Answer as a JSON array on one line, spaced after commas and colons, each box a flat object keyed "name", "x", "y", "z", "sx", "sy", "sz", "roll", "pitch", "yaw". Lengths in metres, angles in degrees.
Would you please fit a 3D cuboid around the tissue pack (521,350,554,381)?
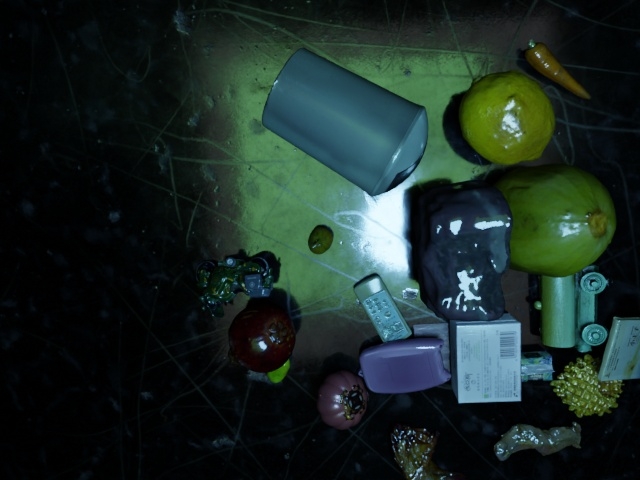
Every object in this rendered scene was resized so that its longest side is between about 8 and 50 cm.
[{"name": "tissue pack", "x": 0.673, "y": 0.404, "z": 1.403, "sx": 0.111, "sy": 0.079, "sz": 0.085, "roll": -4, "pitch": 98, "yaw": 5}]

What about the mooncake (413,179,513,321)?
[{"name": "mooncake", "x": 0.372, "y": 0.028, "z": 1.224, "sx": 0.213, "sy": 0.350, "sz": 0.380, "roll": -5, "pitch": 97, "yaw": 4}]

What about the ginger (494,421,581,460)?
[{"name": "ginger", "x": 0.708, "y": 0.655, "z": 1.451, "sx": 0.291, "sy": 0.084, "sz": 0.122, "roll": -9, "pitch": 120, "yaw": 1}]

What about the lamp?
[{"name": "lamp", "x": 0.065, "y": 0.512, "z": 1.425, "sx": 0.182, "sy": 0.140, "sz": 0.181, "roll": 9, "pitch": 75, "yaw": -35}]

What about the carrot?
[{"name": "carrot", "x": 0.683, "y": -0.484, "z": 1.278, "sx": 0.257, "sy": 0.061, "sz": 0.061, "roll": 37, "pitch": 100, "yaw": -12}]

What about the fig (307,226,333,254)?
[{"name": "fig", "x": 0.000, "y": 0.000, "z": 1.371, "sx": 0.084, "sy": 0.098, "sz": 0.082, "roll": -30, "pitch": 95, "yaw": -4}]

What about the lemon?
[{"name": "lemon", "x": 0.512, "y": -0.334, "z": 1.221, "sx": 0.233, "sy": 0.233, "sz": 0.288, "roll": -44, "pitch": 96, "yaw": 9}]

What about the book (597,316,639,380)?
[{"name": "book", "x": 0.964, "y": 0.327, "z": 1.341, "sx": 0.290, "sy": 0.026, "sz": 0.201, "roll": 3, "pitch": 102, "yaw": -23}]

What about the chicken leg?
[{"name": "chicken leg", "x": 0.350, "y": 0.737, "z": 1.483, "sx": 0.178, "sy": 0.083, "sz": 0.322, "roll": -32, "pitch": 93, "yaw": -7}]

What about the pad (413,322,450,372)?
[{"name": "pad", "x": 0.366, "y": 0.363, "z": 1.454, "sx": 0.113, "sy": 0.006, "sz": 0.187, "roll": -4, "pitch": 97, "yaw": 5}]

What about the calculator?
[{"name": "calculator", "x": 0.265, "y": 0.412, "z": 1.430, "sx": 0.295, "sy": 0.043, "sz": 0.194, "roll": -12, "pitch": 110, "yaw": 11}]

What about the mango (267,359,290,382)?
[{"name": "mango", "x": -0.141, "y": 0.424, "z": 1.469, "sx": 0.074, "sy": 0.056, "sz": 0.108, "roll": 15, "pitch": 103, "yaw": 7}]

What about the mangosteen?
[{"name": "mangosteen", "x": -0.203, "y": 0.310, "z": 1.396, "sx": 0.258, "sy": 0.215, "sz": 0.215, "roll": -24, "pitch": 98, "yaw": 42}]

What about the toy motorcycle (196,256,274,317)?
[{"name": "toy motorcycle", "x": -0.275, "y": 0.148, "z": 1.393, "sx": 0.275, "sy": 0.125, "sz": 0.186, "roll": -7, "pitch": 79, "yaw": 19}]

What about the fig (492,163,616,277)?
[{"name": "fig", "x": 0.626, "y": -0.052, "z": 1.203, "sx": 0.344, "sy": 0.343, "sz": 0.342, "roll": 1, "pitch": 99, "yaw": 4}]

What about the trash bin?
[{"name": "trash bin", "x": 0.084, "y": -0.318, "z": 1.230, "sx": 0.432, "sy": 0.280, "sz": 0.280, "roll": 30, "pitch": 100, "yaw": 2}]

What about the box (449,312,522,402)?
[{"name": "box", "x": 0.517, "y": 0.368, "z": 1.391, "sx": 0.195, "sy": 0.111, "sz": 0.260, "roll": -3, "pitch": 101, "yaw": 5}]

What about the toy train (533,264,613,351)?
[{"name": "toy train", "x": 0.759, "y": 0.195, "z": 1.340, "sx": 0.190, "sy": 0.126, "sz": 0.307, "roll": -5, "pitch": 100, "yaw": 3}]

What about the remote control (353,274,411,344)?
[{"name": "remote control", "x": 0.199, "y": 0.227, "z": 1.426, "sx": 0.098, "sy": 0.038, "sz": 0.233, "roll": -29, "pitch": 97, "yaw": 8}]

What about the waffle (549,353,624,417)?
[{"name": "waffle", "x": 0.859, "y": 0.464, "z": 1.406, "sx": 0.197, "sy": 0.070, "sz": 0.193, "roll": -39, "pitch": 94, "yaw": 9}]
